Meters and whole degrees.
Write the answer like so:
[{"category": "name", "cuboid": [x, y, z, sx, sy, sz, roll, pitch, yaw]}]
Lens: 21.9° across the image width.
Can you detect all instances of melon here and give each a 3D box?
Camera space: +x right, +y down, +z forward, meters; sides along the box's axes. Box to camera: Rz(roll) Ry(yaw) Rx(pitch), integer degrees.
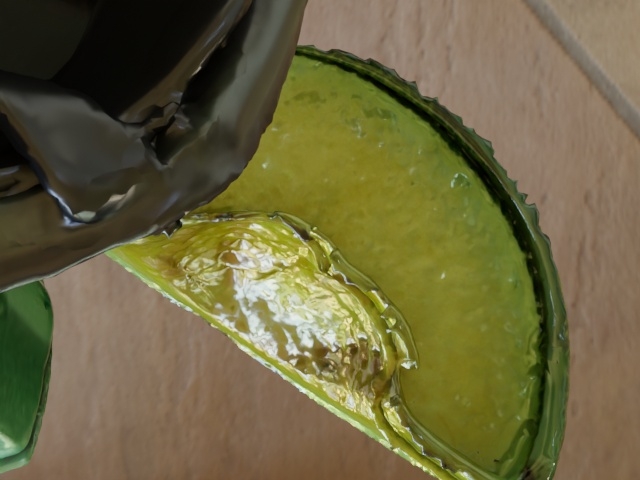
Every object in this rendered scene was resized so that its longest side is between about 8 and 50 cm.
[{"category": "melon", "cuboid": [0.000, 0.000, 0.746, 0.265, 0.169, 0.129, 35, 81, -5]}]

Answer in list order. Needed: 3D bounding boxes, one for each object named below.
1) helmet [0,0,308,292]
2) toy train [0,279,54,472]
[{"category": "helmet", "cuboid": [-0.155, -0.092, 0.335, 0.177, 0.305, 0.225, 5, 96, 52]}, {"category": "toy train", "cuboid": [-0.244, 0.003, 0.603, 0.202, 0.120, 0.301, -18, 144, 14]}]
